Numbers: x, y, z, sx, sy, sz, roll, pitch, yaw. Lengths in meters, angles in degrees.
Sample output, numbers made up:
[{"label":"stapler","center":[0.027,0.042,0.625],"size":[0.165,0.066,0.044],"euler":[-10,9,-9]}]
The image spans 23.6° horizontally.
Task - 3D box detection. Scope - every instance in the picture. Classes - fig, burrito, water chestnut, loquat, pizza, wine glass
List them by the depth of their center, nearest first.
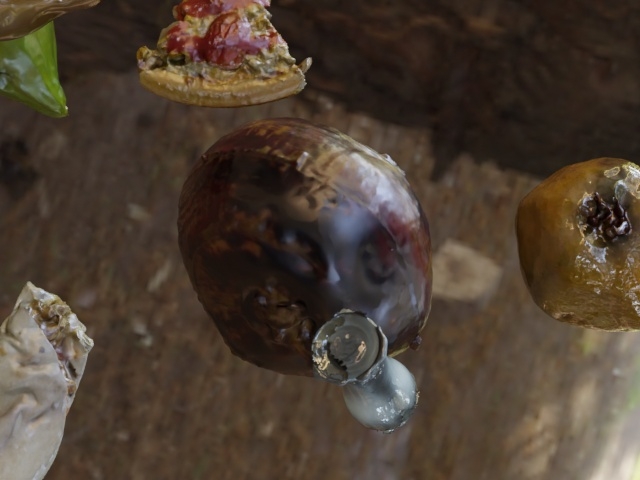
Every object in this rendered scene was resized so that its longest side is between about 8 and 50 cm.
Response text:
[{"label":"wine glass","center":[0.039,0.119,1.353],"size":[0.155,0.072,0.072],"euler":[58,51,-64]},{"label":"burrito","center":[-0.327,0.235,1.464],"size":[0.392,0.117,0.076],"euler":[-63,172,-2]},{"label":"loquat","center":[0.298,0.004,1.585],"size":[0.234,0.187,0.176],"euler":[61,23,-61]},{"label":"pizza","center":[-0.103,-0.239,1.643],"size":[0.062,0.188,0.199],"euler":[82,7,-72]},{"label":"fig","center":[-0.393,-0.251,1.795],"size":[0.167,0.167,0.233],"euler":[-3,83,-71]},{"label":"water chestnut","center":[0.000,0.000,1.878],"size":[0.302,0.350,0.350],"euler":[-51,152,-36]}]

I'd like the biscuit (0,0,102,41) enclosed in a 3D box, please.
[{"label":"biscuit","center":[-0.175,-0.217,0.892],"size":[0.274,0.091,0.213],"euler":[-21,152,-41]}]
